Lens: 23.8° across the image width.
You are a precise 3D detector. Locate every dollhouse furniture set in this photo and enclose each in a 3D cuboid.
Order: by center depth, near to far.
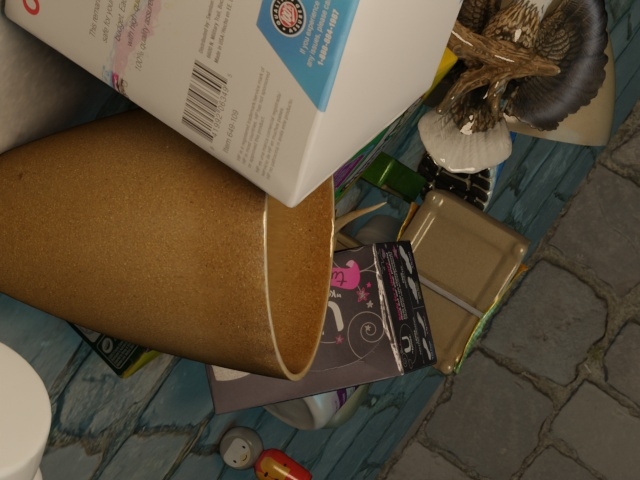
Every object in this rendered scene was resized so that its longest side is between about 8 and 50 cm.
[{"bbox_3d":[0.113,0.020,1.953,0.197,0.301,0.151,-58,161,3],"label":"dollhouse furniture set"}]

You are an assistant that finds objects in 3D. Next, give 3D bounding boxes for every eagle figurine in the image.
[{"bbox_3d":[0.206,-0.222,1.690,0.225,0.226,0.298,-20,-170,14],"label":"eagle figurine"}]

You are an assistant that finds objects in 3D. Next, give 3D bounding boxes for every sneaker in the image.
[{"bbox_3d":[0.257,-0.160,2.323,0.147,0.130,0.330,-34,154,-46],"label":"sneaker"}]

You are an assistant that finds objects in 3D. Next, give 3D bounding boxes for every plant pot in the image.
[{"bbox_3d":[-0.135,-0.012,1.225,0.237,0.254,0.237,2,90,-76],"label":"plant pot"},{"bbox_3d":[0.250,-0.249,1.918,0.284,0.284,0.191,-17,123,-65],"label":"plant pot"}]

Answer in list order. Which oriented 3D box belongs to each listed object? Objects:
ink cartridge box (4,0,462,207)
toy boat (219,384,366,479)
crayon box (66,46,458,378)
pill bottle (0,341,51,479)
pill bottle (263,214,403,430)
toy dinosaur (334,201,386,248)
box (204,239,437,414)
[{"bbox_3d":[-0.053,-0.205,1.074,0.197,0.270,0.198,-42,160,-42],"label":"ink cartridge box"},{"bbox_3d":[-0.021,0.240,2.358,0.318,0.148,0.267,-56,171,-24],"label":"toy boat"},{"bbox_3d":[-0.061,-0.056,1.534,0.313,0.106,0.363,-37,171,-50],"label":"crayon box"},{"bbox_3d":[-0.349,0.256,1.279,0.204,0.204,0.361,-35,156,-50],"label":"pill bottle"},{"bbox_3d":[0.027,0.107,2.129,0.301,0.169,0.169,-47,162,-25],"label":"pill bottle"},{"bbox_3d":[0.000,0.000,1.641,0.092,0.053,0.183,-59,-171,-25],"label":"toy dinosaur"},{"bbox_3d":[-0.010,0.101,1.817,0.247,0.163,0.142,-14,177,20],"label":"box"}]
